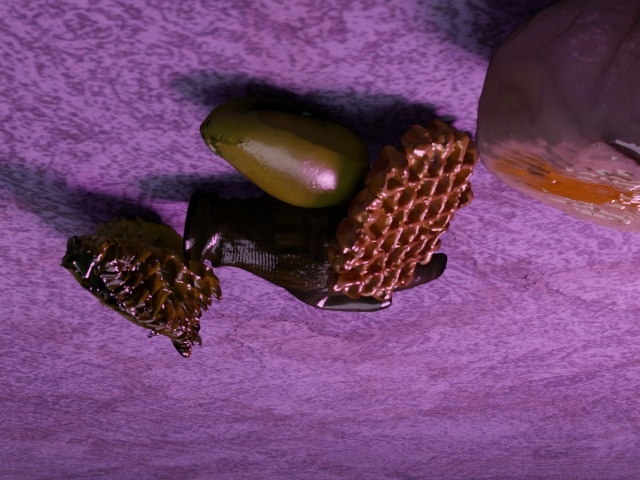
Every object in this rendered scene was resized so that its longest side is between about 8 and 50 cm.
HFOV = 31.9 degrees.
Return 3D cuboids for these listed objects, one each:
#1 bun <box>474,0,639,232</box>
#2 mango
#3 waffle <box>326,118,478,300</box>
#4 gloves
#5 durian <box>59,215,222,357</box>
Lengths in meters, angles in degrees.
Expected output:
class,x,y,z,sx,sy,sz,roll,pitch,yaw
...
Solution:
class,x,y,z,sx,sy,sz,roll,pitch,yaw
bun,0.237,-0.093,0.803,0.243,0.153,0.244,16,176,1
mango,-0.028,-0.071,0.943,0.165,0.074,0.091,12,155,-38
waffle,0.076,-0.025,0.999,0.191,0.038,0.191,-34,147,-26
gloves,-0.002,0.005,1.102,0.268,0.135,0.107,4,-160,-12
durian,-0.177,0.038,1.160,0.106,0.132,0.375,-45,157,-8
